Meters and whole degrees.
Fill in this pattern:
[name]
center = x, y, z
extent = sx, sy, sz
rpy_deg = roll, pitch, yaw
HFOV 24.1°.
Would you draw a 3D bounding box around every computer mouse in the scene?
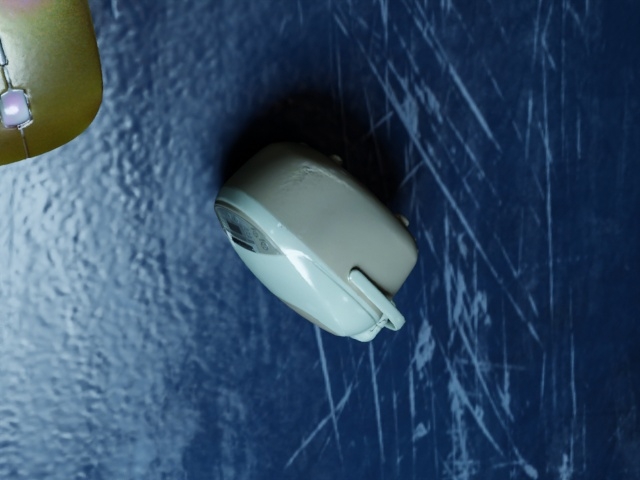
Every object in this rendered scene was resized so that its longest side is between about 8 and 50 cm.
[computer mouse]
center = -0.269, -0.198, 1.174
extent = 0.158, 0.072, 0.310
rpy_deg = -18, 119, -14

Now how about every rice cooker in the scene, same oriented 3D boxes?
[rice cooker]
center = 0.000, 0.000, 1.335
extent = 0.206, 0.145, 0.127
rpy_deg = 38, 83, -34
